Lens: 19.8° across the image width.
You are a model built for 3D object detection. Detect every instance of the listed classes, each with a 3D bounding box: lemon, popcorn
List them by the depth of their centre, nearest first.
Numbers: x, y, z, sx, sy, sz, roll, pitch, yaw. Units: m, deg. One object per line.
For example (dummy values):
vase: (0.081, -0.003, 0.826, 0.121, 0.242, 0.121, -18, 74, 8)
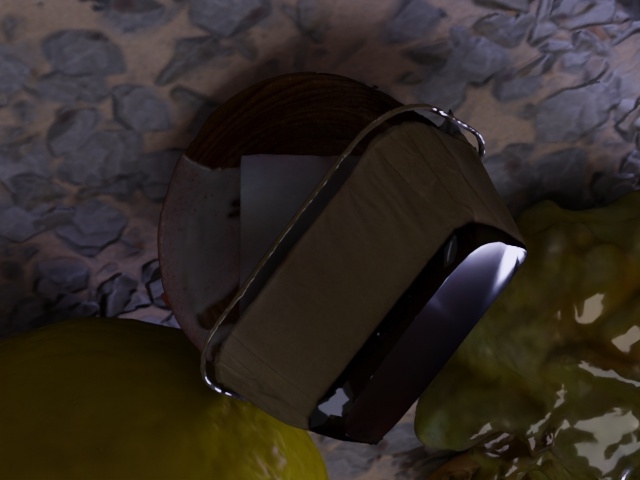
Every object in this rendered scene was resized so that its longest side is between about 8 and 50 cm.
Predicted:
lemon: (-0.147, 0.210, 1.225, 0.348, 0.348, 0.348, -8, 137, -8)
popcorn: (0.195, 0.090, 1.301, 0.266, 0.192, 0.233, -35, 131, -4)

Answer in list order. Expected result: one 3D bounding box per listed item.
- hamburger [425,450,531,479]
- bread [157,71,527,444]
hamburger: (0.147, 0.229, 1.517, 0.138, 0.083, 0.147, -23, 139, 3)
bread: (0.000, 0.000, 1.132, 0.224, 0.212, 0.142, -52, 146, 12)
